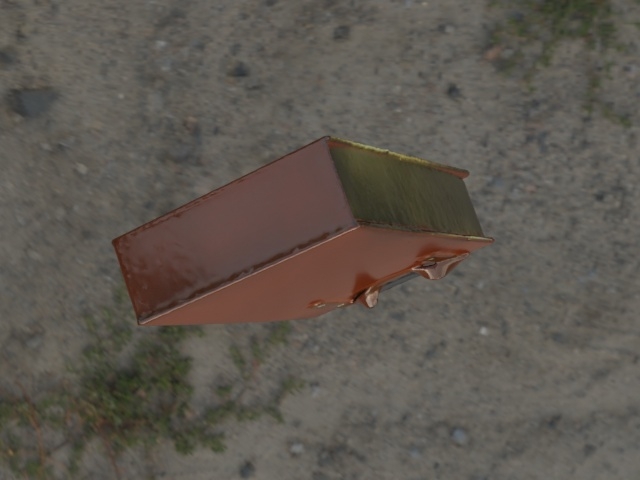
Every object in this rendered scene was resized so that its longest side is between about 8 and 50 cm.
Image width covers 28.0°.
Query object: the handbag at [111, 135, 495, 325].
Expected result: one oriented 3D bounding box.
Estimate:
[{"bbox_3d":[0.000,0.000,0.664,0.190,0.127,0.063,5,63,-62],"label":"handbag"}]
